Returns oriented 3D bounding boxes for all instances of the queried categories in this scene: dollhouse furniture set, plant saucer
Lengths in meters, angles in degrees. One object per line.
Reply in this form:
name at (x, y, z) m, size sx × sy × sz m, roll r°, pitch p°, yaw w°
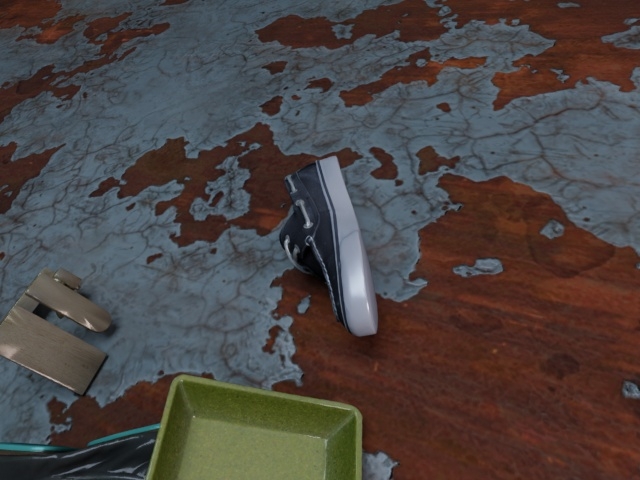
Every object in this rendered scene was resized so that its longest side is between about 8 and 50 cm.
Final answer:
dollhouse furniture set at (-0.363, 0.123, 0.661) m, size 0.151 × 0.123 × 0.144 m, roll -26°, pitch 34°, yaw 45°
plant saucer at (-0.059, 0.229, 0.421) m, size 0.188 × 0.045 × 0.189 m, roll 14°, pitch 49°, yaw -11°

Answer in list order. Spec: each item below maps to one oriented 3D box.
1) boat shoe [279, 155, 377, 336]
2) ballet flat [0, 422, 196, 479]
boat shoe at (0.000, 0.000, 0.605) m, size 0.102 × 0.108 × 0.301 m, roll -15°, pitch 44°, yaw 3°
ballet flat at (-0.242, 0.241, 0.479) m, size 0.280 × 0.095 × 0.096 m, roll -10°, pitch 60°, yaw 9°
